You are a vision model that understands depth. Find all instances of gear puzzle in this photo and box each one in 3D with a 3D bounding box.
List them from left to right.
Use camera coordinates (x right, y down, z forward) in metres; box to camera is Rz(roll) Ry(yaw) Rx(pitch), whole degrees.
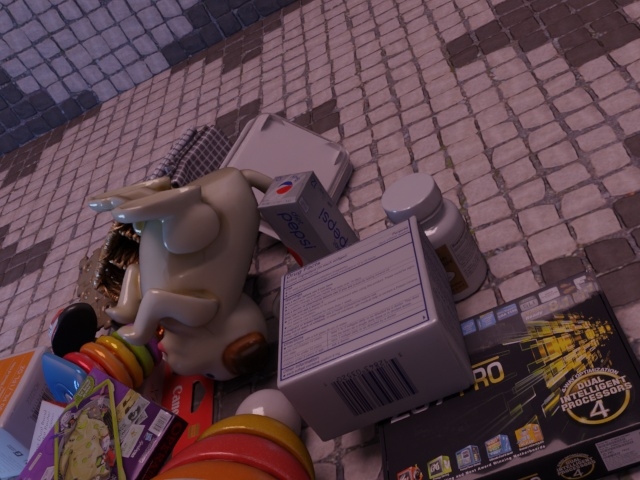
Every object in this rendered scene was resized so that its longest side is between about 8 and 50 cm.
[{"bbox_3d":[-0.497,0.150,1.886,0.176,0.044,0.338,-31,48,26],"label":"gear puzzle"}]

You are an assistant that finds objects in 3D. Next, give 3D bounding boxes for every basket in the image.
[{"bbox_3d":[-0.315,0.039,1.775,0.299,0.213,0.223,27,54,4],"label":"basket"}]

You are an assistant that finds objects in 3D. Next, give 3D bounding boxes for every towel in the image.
[{"bbox_3d":[-0.257,-0.113,1.961,0.121,0.283,0.235,-5,42,43],"label":"towel"}]

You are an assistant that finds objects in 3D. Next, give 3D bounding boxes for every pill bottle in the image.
[{"bbox_3d":[0.204,-0.006,1.487,0.131,0.229,0.131,-22,34,16],"label":"pill bottle"}]

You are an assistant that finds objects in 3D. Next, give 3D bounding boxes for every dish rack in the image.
[{"bbox_3d":[-0.084,-0.161,1.916,0.072,0.286,0.332,116,180,-53],"label":"dish rack"}]

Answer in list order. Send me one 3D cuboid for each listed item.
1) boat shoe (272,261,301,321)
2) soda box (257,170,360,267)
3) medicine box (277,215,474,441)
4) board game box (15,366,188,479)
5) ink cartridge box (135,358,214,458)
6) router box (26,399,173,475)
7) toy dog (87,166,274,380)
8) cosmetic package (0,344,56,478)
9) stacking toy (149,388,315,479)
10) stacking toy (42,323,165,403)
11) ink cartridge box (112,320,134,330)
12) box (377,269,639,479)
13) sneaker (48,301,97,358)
[{"bbox_3d":[-0.037,0.087,1.722,0.081,0.079,0.227,-6,36,49],"label":"boat shoe"},{"bbox_3d":[0.000,0.000,1.599,0.098,0.286,0.091,-6,43,36],"label":"soda box"},{"bbox_3d":[0.080,0.136,1.324,0.264,0.149,0.289,-25,31,15],"label":"medicine box"},{"bbox_3d":[-0.372,0.382,1.241,0.208,0.056,0.346,21,70,32],"label":"board game box"},{"bbox_3d":[-0.343,0.335,1.660,0.261,0.066,0.296,-26,34,13],"label":"ink cartridge box"},{"bbox_3d":[-0.401,0.465,1.385,0.301,0.082,0.335,3,78,42],"label":"router box"},{"bbox_3d":[-0.235,0.078,1.597,0.396,0.407,0.285,-20,17,-33],"label":"toy dog"},{"bbox_3d":[-0.779,0.411,1.843,0.454,0.161,0.230,-17,36,24],"label":"cosmetic package"},{"bbox_3d":[-0.110,0.390,1.259,0.351,0.350,0.480,-21,16,19],"label":"stacking toy"},{"bbox_3d":[-0.388,0.233,1.661,0.166,0.175,0.302,12,40,41],"label":"stacking toy"},{"bbox_3d":[-0.408,0.141,1.943,0.208,0.086,0.153,-46,35,-18],"label":"ink cartridge box"},{"bbox_3d":[0.280,0.239,1.230,0.395,0.097,0.318,-24,30,15],"label":"box"},{"bbox_3d":[-0.529,0.182,1.724,0.090,0.270,0.145,-5,48,-23],"label":"sneaker"}]
